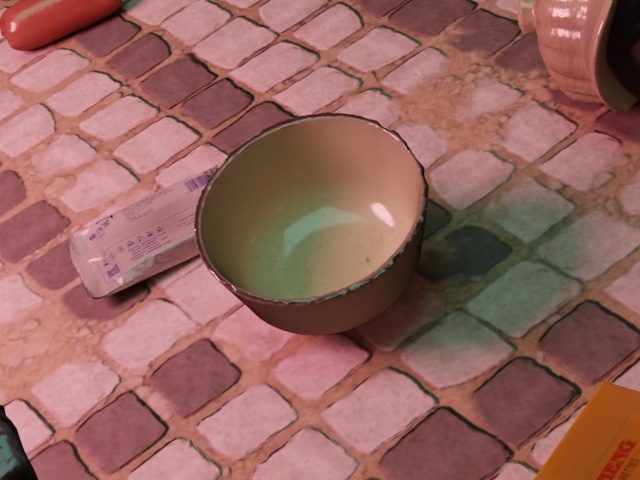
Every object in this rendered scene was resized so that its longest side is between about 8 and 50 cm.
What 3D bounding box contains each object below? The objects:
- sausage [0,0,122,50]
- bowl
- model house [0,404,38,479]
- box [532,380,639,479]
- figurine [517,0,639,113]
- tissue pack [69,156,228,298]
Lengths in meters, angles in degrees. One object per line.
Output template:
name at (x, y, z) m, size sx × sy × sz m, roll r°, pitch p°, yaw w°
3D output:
sausage at (-0.322, -0.284, 1.850) m, size 0.154 × 0.062 × 0.062 m, roll -26°, pitch 40°, yaw -8°
bowl at (0.000, 0.000, 1.335) m, size 0.212 × 0.112 × 0.211 m, roll -6°, pitch 52°, yaw 8°
model house at (-0.277, 0.306, 1.093) m, size 0.253 × 0.184 × 0.291 m, roll -28°, pitch 53°, yaw -19°
box at (0.276, 0.214, 1.019) m, size 0.274 × 0.076 × 0.174 m, roll 17°, pitch 50°, yaw 36°
figurine at (0.364, -0.221, 1.431) m, size 0.332 × 0.185 × 0.204 m, roll -5°, pitch 5°, yaw -9°
tissue pack at (-0.158, -0.013, 1.497) m, size 0.193 × 0.026 × 0.122 m, roll -27°, pitch 39°, yaw -9°
